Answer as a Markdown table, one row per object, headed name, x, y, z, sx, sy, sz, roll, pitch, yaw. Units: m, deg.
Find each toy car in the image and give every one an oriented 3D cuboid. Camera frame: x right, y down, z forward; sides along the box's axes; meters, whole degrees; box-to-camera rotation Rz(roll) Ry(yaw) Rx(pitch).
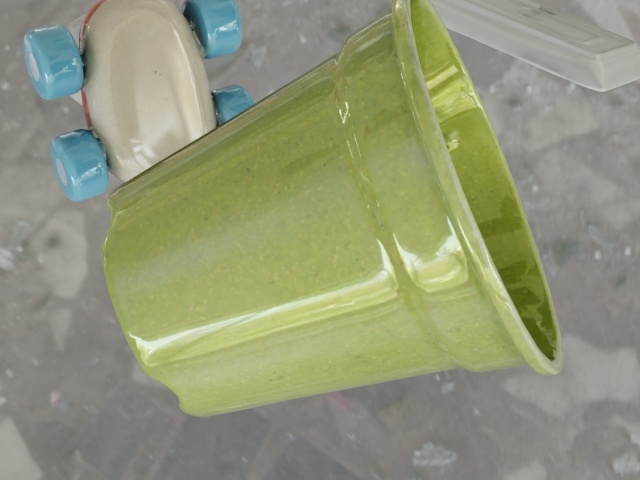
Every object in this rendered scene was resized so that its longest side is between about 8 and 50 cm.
| name | x | y | z | sx | sy | sz | roll | pitch | yaw |
| --- | --- | --- | --- | --- | --- | --- | --- | --- | --- |
| toy car | -0.221 | -0.173 | 1.294 | 0.219 | 0.210 | 0.238 | -20 | 21 | -24 |

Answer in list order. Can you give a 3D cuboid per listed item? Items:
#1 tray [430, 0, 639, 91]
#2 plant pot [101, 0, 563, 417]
| name | x | y | z | sx | sy | sz | roll | pitch | yaw |
| --- | --- | --- | --- | --- | --- | --- | --- | --- | --- |
| tray | 0.227 | -0.234 | 1.280 | 0.270 | 0.030 | 0.145 | 30 | 32 | 30 |
| plant pot | 0.000 | 0.000 | 0.813 | 0.253 | 0.276 | 0.276 | -21 | 58 | 16 |
